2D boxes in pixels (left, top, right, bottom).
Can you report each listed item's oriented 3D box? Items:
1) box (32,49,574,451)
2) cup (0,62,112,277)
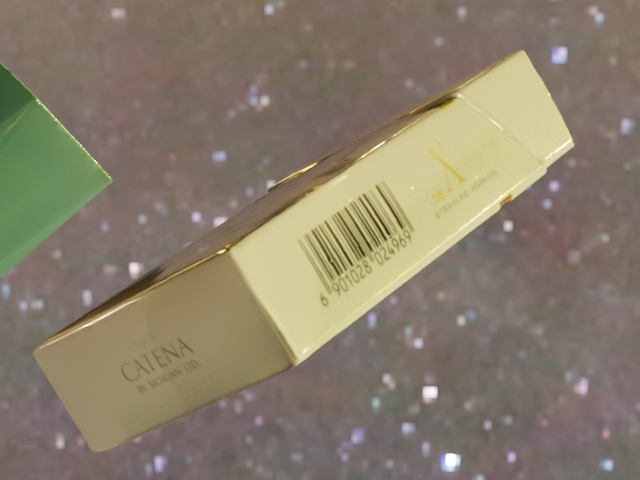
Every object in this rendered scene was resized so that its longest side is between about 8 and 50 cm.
[{"bbox_3d":[0.000,0.000,0.552,0.084,0.040,0.154,-30,-175,41],"label":"box"},{"bbox_3d":[-0.247,-0.003,1.065,0.235,0.134,0.148,-44,-167,-4],"label":"cup"}]
